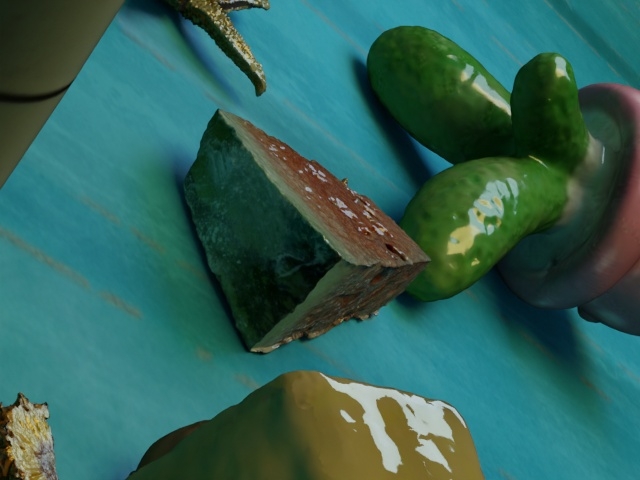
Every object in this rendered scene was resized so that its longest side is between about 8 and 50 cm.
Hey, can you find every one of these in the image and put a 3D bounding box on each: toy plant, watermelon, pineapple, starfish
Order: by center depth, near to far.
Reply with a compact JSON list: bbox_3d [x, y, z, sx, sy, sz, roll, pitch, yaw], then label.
[{"bbox_3d":[-0.147,0.107,0.845,0.045,0.019,0.083,41,27,-47],"label":"pineapple"},{"bbox_3d":[0.000,0.000,1.205,0.241,0.094,0.154,16,37,-59],"label":"watermelon"},{"bbox_3d":[-0.086,-0.185,1.280,0.176,0.053,0.208,59,26,2],"label":"starfish"},{"bbox_3d":[0.212,-0.031,1.500,0.356,0.210,0.317,27,38,-30],"label":"toy plant"}]

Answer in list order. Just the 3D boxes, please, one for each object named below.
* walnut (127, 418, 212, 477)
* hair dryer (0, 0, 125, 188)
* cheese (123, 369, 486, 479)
[{"bbox_3d":[0.016,0.195,0.911,0.238,0.141,0.204,28,42,-45],"label":"walnut"},{"bbox_3d":[-0.268,-0.157,0.769,0.362,0.203,0.128,25,36,-22],"label":"hair dryer"},{"bbox_3d":[-0.025,0.221,0.659,0.124,0.242,0.265,18,44,-43],"label":"cheese"}]
